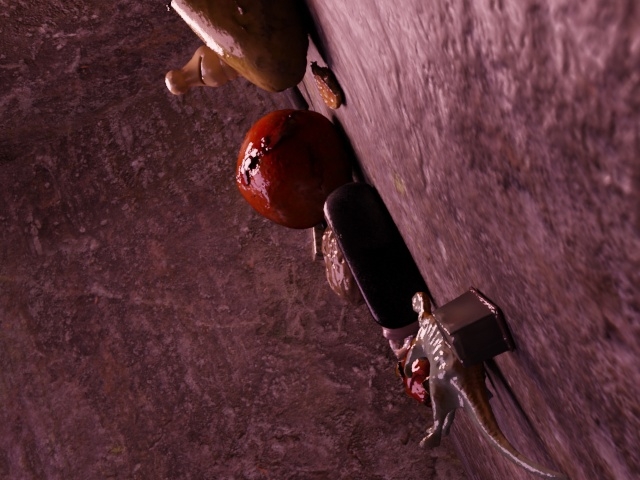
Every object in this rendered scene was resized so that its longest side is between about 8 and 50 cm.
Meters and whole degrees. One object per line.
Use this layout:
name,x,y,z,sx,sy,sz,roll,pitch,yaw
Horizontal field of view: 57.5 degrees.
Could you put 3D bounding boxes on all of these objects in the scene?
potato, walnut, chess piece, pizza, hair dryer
potato,-0.117,-0.400,1.068,0.266,0.229,0.229,49,-175,-14
walnut,0.085,0.041,1.367,0.178,0.178,0.231,-107,17,-87
chess piece,-0.190,-0.398,1.261,0.124,0.307,0.139,65,179,-47
pizza,0.022,-0.279,1.078,0.100,0.029,0.099,62,174,-35
hair dryer,-0.089,-0.474,1.784,0.236,0.091,0.272,-100,-16,-51

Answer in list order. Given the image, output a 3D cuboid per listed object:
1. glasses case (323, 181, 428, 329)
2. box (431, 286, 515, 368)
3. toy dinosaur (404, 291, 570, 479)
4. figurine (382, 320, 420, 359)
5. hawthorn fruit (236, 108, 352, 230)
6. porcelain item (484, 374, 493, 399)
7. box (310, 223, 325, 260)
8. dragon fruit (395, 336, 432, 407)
glasses case,0.111,0.027,1.195,0.082,0.122,0.321,68,178,-72
box,0.174,0.102,0.678,0.085,0.063,0.060,-118,3,-74
toy dinosaur,0.197,0.220,0.846,0.393,0.092,0.206,-137,59,-70
figurine,0.192,0.183,1.310,0.112,0.137,0.229,7,133,52
hawthorn fruit,-0.068,-0.176,1.418,0.316,0.315,0.316,-25,-90,-90
porcelain item,0.244,0.210,0.916,0.036,0.028,0.083,-23,-89,-54
box,0.000,0.000,1.507,0.062,0.044,0.098,107,159,-66
dragon fruit,0.221,0.241,1.099,0.246,0.125,0.125,11,-98,-65
